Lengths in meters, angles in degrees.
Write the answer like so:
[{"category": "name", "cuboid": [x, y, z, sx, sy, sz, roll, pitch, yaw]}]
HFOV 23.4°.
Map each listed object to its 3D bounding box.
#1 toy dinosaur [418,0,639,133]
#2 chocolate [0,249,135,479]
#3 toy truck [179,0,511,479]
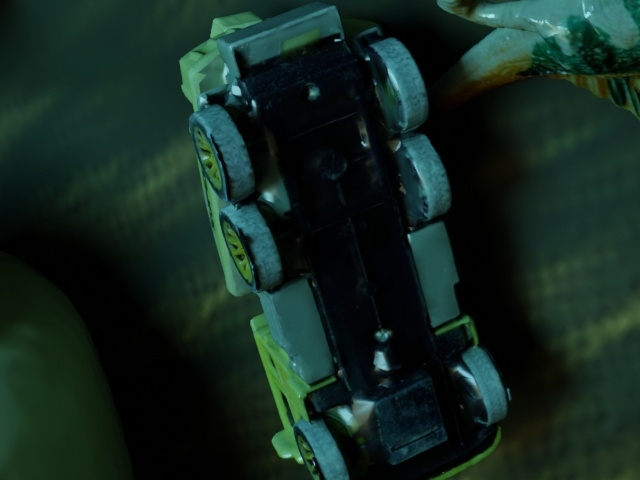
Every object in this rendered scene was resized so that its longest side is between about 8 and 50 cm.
[{"category": "toy dinosaur", "cuboid": [0.089, -0.061, 0.449, 0.106, 0.044, 0.187, 27, 141, 7]}, {"category": "chocolate", "cuboid": [-0.236, 0.132, 0.637, 0.314, 0.326, 0.297, 41, 151, 62]}, {"category": "toy truck", "cuboid": [0.000, 0.000, 0.526, 0.100, 0.077, 0.169, 40, 151, 62]}]
